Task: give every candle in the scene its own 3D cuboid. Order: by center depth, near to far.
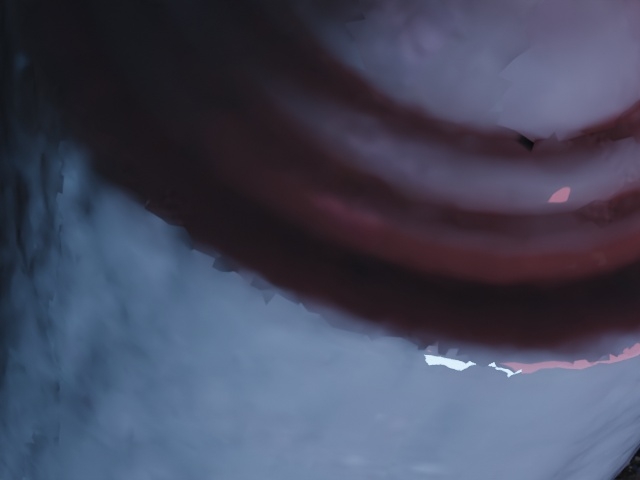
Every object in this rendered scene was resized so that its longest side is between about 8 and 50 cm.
[{"bbox_3d":[0.000,0.000,0.462,0.221,0.221,0.342,-37,159,-38],"label":"candle"}]
